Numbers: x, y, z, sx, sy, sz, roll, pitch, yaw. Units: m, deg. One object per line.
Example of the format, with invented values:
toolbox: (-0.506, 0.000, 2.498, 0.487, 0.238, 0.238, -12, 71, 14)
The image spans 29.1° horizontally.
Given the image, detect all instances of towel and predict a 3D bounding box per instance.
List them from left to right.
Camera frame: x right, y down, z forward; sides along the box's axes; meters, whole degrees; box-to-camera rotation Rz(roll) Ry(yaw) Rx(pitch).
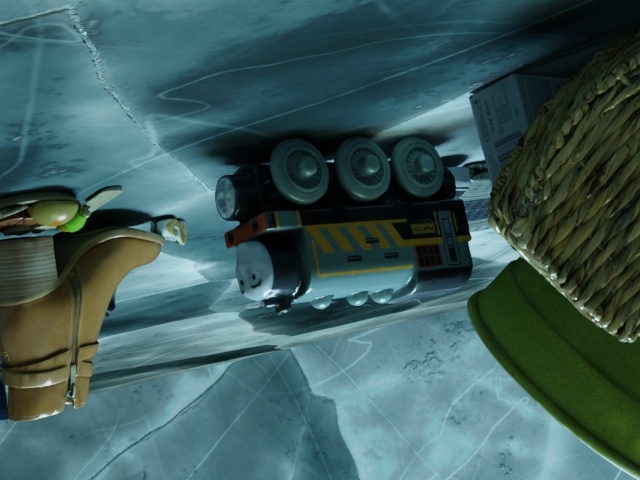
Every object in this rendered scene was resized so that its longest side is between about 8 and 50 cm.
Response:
towel: (0.327, -0.083, 1.852, 0.324, 0.056, 0.312, -8, 166, -10)

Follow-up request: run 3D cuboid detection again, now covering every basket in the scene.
basket: (0.311, -0.084, 1.237, 0.299, 0.213, 0.223, -47, -171, 8)

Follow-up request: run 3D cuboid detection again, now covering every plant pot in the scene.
plant pot: (0.427, 0.053, 1.476, 0.353, 0.366, 0.366, -54, 154, 17)

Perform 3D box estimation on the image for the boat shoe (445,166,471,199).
boat shoe: (0.091, -0.020, 1.724, 0.306, 0.105, 0.113, -20, 167, 39)

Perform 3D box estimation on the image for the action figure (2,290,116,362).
action figure: (-0.406, 0.108, 1.781, 0.164, 0.141, 0.276, -3, 151, -48)

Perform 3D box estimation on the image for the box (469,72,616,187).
box: (0.245, -0.111, 1.353, 0.137, 0.126, 0.072, -2, 164, -41)

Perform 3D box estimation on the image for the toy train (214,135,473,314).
toy train: (0.034, -0.016, 1.446, 0.334, 0.190, 0.142, -4, 167, -36)

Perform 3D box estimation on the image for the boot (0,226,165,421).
boot: (-0.292, 0.096, 1.528, 0.109, 0.220, 0.283, -2, -175, 28)

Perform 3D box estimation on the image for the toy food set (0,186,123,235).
toy food set: (-0.333, -0.024, 1.412, 0.192, 0.038, 0.132, -5, 168, -35)

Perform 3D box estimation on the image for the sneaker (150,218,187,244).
sneaker: (-0.204, -0.014, 1.655, 0.037, 0.032, 0.083, 0, 167, 11)

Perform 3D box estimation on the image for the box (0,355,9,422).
box: (-0.440, 0.121, 1.528, 0.044, 0.233, 0.159, -3, 166, -30)
